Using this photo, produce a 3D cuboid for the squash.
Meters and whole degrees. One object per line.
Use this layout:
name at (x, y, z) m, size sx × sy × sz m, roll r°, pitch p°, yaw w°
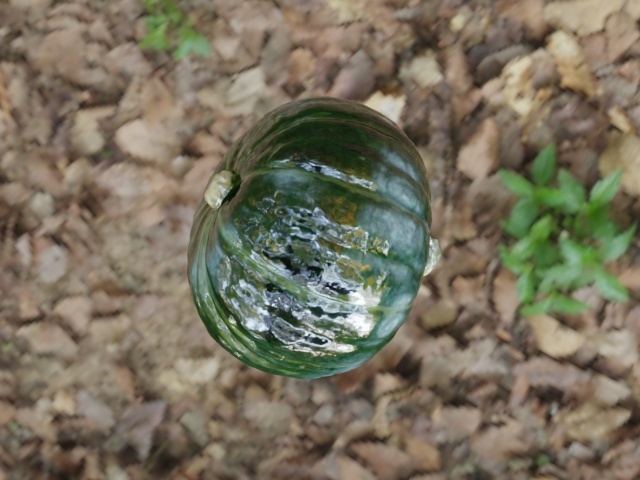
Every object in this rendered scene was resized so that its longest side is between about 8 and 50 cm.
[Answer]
squash at (-0.006, -0.001, 1.191) m, size 0.172 × 0.218 × 0.218 m, roll 41°, pitch 126°, yaw -15°
